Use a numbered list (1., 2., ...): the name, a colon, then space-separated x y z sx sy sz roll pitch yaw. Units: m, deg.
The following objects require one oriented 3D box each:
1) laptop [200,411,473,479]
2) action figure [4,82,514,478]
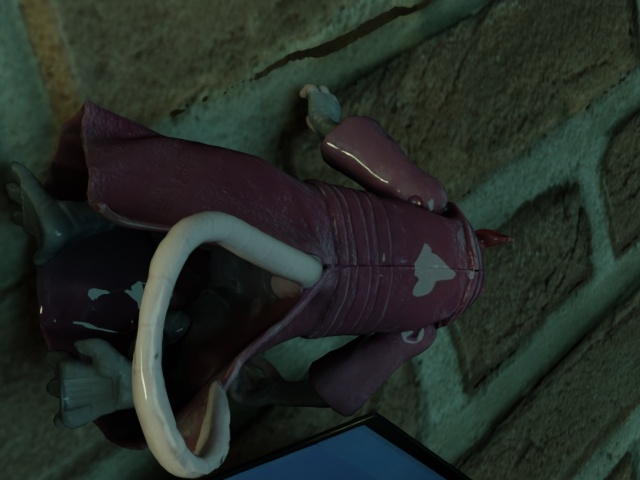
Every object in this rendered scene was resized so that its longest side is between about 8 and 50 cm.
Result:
1. laptop: -0.017 0.261 0.716 0.234 0.136 0.264 44 63 -53
2. action figure: 0.000 0.000 0.657 0.370 0.276 0.248 -1 90 -31
